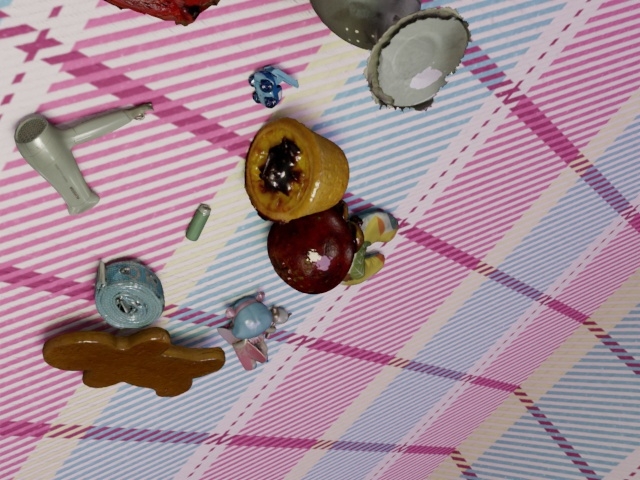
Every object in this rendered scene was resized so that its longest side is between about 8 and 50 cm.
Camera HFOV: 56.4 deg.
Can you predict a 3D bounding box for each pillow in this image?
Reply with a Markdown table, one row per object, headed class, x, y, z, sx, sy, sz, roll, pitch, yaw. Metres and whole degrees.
| class | x | y | z | sx | sy | sz | roll | pitch | yaw |
| --- | --- | --- | --- | --- | --- | --- | --- | --- | --- |
| pillow | 0.113 | 0.021 | 1.573 | 0.214 | 0.086 | 0.233 | -11 | 131 | -40 |

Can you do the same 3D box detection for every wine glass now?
| class | x | y | z | sx | sy | sz | roll | pitch | yaw |
| --- | --- | --- | --- | --- | --- | --- | --- | --- | --- |
| wine glass | 0.096 | -0.386 | 0.990 | 0.190 | 0.357 | 0.190 | -16 | 145 | -11 |

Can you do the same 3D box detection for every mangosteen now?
| class | x | y | z | sx | sy | sz | roll | pitch | yaw |
| --- | --- | --- | --- | --- | --- | --- | --- | --- | --- |
| mangosteen | 0.000 | 0.000 | 1.388 | 0.257 | 0.215 | 0.215 | -38 | 143 | -30 |

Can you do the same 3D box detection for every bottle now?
| class | x | y | z | sx | sy | sz | roll | pitch | yaw |
| --- | --- | --- | --- | --- | --- | --- | --- | --- | --- |
| bottle | -0.264 | -0.038 | 1.293 | 0.030 | 0.030 | 0.083 | 11 | 120 | -40 |

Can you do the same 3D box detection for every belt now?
| class | x | y | z | sx | sy | sz | roll | pitch | yaw |
| --- | --- | --- | --- | --- | --- | --- | --- | --- | --- |
| belt | -0.414 | 0.117 | 1.295 | 0.148 | 0.082 | 0.163 | 1 | 136 | -24 |

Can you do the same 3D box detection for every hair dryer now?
| class | x | y | z | sx | sy | sz | roll | pitch | yaw |
| --- | --- | --- | --- | --- | --- | --- | --- | --- | --- |
| hair dryer | -0.396 | -0.170 | 1.077 | 0.237 | 0.075 | 0.206 | -35 | 146 | -13 |

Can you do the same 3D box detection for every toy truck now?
| class | x | y | z | sx | sy | sz | roll | pitch | yaw |
| --- | --- | --- | --- | --- | --- | --- | --- | --- | --- |
| toy truck | -0.087 | -0.302 | 1.160 | 0.090 | 0.056 | 0.073 | -32 | 134 | -24 |

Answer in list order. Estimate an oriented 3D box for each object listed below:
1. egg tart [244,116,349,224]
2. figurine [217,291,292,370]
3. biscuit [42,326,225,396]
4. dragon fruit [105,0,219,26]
| class | x | y | z | sx | sy | sz | roll | pitch | yaw |
| --- | --- | --- | --- | --- | --- | --- | --- | --- | --- |
| egg tart | -0.044 | -0.138 | 1.231 | 0.171 | 0.215 | 0.215 | 2 | 127 | -49 |
| figurine | -0.155 | 0.243 | 1.568 | 0.205 | 0.103 | 0.260 | -20 | 135 | -18 |
| biscuit | -0.436 | 0.270 | 1.404 | 0.283 | 0.064 | 0.432 | -34 | 142 | 28 |
| dragon fruit | -0.230 | -0.434 | 0.770 | 0.295 | 0.295 | 0.301 | 2 | 123 | -35 |
